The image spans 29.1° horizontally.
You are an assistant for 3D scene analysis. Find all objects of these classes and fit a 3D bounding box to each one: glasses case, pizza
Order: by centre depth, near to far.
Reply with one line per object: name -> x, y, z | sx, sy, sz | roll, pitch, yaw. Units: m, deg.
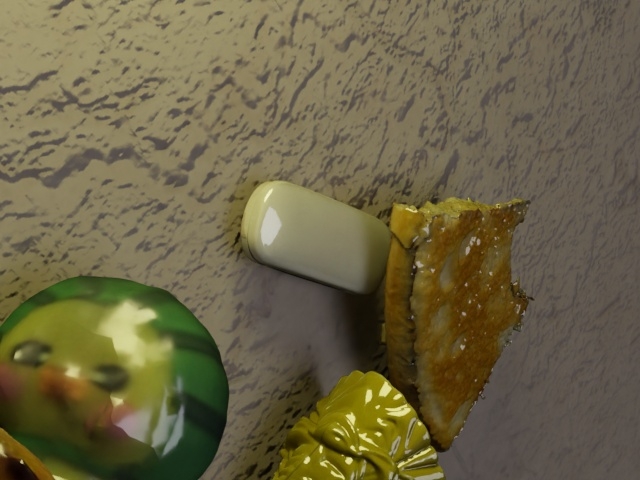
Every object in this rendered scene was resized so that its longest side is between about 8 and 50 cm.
glasses case -> 0.000, 0.000, 1.155 | 0.204, 0.051, 0.081 | 23, 79, -50
pizza -> 0.131, 0.059, 1.272 | 0.223, 0.089, 0.324 | -42, 139, -35

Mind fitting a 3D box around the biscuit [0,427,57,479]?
biscuit -> -0.280, 0.236, 0.747 | 0.102, 0.296, 0.296 | 86, 28, -73

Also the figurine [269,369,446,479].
figurine -> -0.053, 0.269, 1.111 | 0.315, 0.168, 0.187 | -28, 159, -31

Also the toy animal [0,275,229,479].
toy animal -> -0.184, 0.192, 0.899 | 0.191, 0.216, 0.338 | 60, 47, -70
